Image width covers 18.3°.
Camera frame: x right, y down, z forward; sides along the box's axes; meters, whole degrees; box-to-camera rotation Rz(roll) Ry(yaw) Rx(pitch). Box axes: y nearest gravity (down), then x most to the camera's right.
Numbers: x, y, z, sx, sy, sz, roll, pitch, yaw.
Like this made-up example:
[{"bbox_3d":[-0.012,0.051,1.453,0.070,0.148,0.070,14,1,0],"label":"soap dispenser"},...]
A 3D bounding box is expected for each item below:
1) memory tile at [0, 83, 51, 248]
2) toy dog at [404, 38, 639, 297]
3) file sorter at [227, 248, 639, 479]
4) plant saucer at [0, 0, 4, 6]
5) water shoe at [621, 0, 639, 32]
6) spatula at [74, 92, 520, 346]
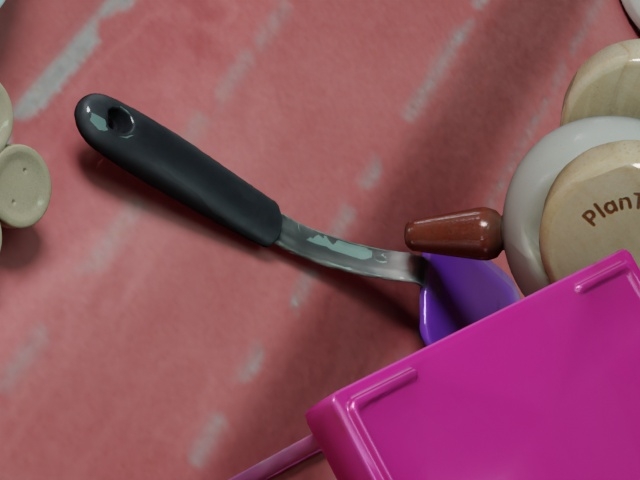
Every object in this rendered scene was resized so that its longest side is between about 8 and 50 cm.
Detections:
[{"bbox_3d":[-0.174,-0.020,0.805,0.148,0.012,0.113,-51,127,-39],"label":"memory tile"},{"bbox_3d":[0.152,0.073,0.985,0.220,0.161,0.333,-13,88,-70],"label":"toy dog"},{"bbox_3d":[0.083,0.192,0.830,0.202,0.182,0.290,-22,81,-46],"label":"file sorter"},{"bbox_3d":[-0.268,-0.192,0.835,0.317,0.044,0.317,23,53,-33],"label":"plant saucer"},{"bbox_3d":[0.212,-0.225,1.272,0.073,0.080,0.203,-16,78,-47],"label":"water shoe"},{"bbox_3d":[0.000,0.000,0.978,0.296,0.030,0.084,26,53,-30],"label":"spatula"}]
